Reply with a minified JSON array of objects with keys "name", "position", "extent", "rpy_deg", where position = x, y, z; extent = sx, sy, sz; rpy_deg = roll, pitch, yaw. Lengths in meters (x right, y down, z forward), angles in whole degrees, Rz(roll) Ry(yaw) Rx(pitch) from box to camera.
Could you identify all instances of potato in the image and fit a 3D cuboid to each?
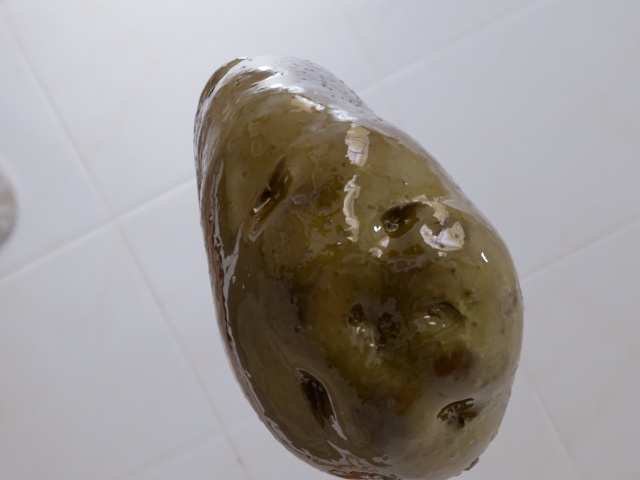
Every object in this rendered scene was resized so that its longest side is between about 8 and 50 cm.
[{"name":"potato","position":[0.000,0.000,0.922],"extent":[0.195,0.176,0.369],"rpy_deg":[31,13,-26]}]
